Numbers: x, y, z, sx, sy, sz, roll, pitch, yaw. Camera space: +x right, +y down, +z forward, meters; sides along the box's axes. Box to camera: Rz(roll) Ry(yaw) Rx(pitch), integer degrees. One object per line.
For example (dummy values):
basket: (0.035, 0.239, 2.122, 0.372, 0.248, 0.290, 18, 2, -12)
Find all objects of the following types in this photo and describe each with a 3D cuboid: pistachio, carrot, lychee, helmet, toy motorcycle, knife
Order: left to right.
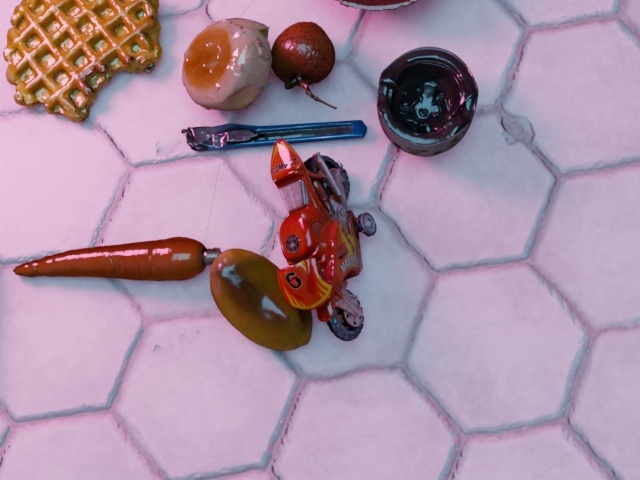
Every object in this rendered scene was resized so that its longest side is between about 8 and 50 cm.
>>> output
carrot: (-0.311, 0.032, 1.722, 0.336, 0.069, 0.069, -3, 76, 8)
pistachio: (-0.093, 0.091, 1.675, 0.189, 0.100, 0.110, 41, 109, -12)
knife: (-0.074, -0.171, 1.775, 0.297, 0.026, 0.044, -5, 64, 2)
lychee: (-0.025, -0.284, 1.754, 0.114, 0.101, 0.140, 0, 40, 13)
toy motorcycle: (0.000, 0.001, 1.664, 0.089, 0.171, 0.298, -24, 66, 42)
helmet: (0.163, -0.200, 1.734, 0.153, 0.107, 0.177, 11, 58, 8)

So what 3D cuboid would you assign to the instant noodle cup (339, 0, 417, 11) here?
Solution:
instant noodle cup: (0.095, -0.476, 1.810, 0.274, 0.091, 0.274, -1, 75, 3)

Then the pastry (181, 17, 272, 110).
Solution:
pastry: (-0.144, -0.276, 1.749, 0.166, 0.088, 0.165, -11, 72, 37)

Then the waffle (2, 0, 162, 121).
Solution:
waffle: (-0.384, -0.326, 1.814, 0.291, 0.051, 0.291, -1, 75, 5)
